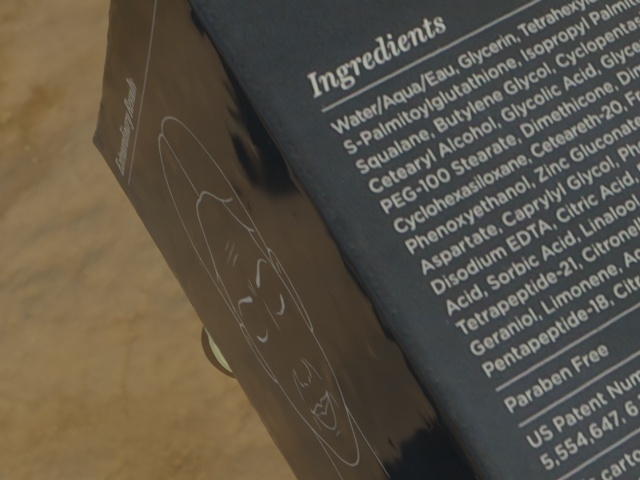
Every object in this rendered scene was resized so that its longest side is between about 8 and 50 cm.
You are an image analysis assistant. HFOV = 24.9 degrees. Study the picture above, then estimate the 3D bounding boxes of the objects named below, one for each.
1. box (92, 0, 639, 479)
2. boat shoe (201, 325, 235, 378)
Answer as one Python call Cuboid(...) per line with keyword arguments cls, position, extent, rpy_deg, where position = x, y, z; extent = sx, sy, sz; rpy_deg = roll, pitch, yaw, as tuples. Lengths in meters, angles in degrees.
Cuboid(cls="box", position=(0.081, 0.016, 0.677), extent=(0.212, 0.293, 0.395), rpy_deg=(-29, 80, -17))
Cuboid(cls="boat shoe", position=(0.000, 0.000, 0.876), extent=(0.072, 0.068, 0.190), rpy_deg=(-27, 33, 59))
